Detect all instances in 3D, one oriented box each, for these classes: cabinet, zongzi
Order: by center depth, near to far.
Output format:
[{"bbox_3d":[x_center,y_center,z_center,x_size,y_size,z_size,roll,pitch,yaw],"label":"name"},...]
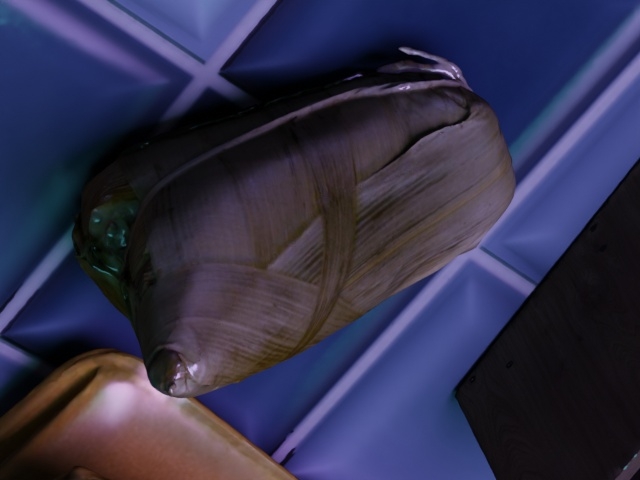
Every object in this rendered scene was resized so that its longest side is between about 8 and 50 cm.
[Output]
[{"bbox_3d":[0.000,0.000,0.750,0.194,0.197,0.099,-21,109,-6],"label":"zongzi"},{"bbox_3d":[0.211,0.066,0.874,0.174,0.148,0.215,26,111,-27],"label":"cabinet"}]

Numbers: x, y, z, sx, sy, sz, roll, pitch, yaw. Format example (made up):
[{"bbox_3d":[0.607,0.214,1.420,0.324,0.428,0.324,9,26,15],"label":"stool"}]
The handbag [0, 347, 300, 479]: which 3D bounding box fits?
[{"bbox_3d":[-0.070,0.247,0.931,0.283,0.133,0.401,-40,122,17],"label":"handbag"}]
